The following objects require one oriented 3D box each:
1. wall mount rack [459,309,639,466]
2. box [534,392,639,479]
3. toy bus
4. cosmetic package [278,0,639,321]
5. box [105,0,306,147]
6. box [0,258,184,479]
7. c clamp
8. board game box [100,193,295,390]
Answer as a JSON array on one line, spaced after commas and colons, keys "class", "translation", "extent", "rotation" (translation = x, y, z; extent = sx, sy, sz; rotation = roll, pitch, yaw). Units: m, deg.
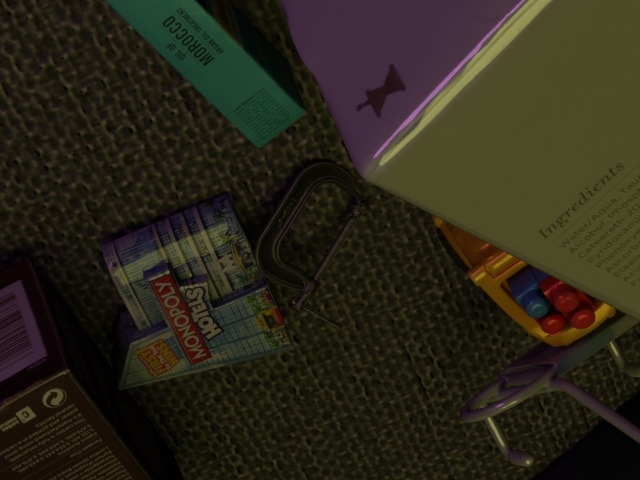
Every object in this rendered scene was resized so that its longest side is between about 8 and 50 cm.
[{"class": "wall mount rack", "translation": [0.333, 0.143, 1.416], "extent": [0.350, 0.304, 0.130], "rotation": [-31, 94, -26]}, {"class": "box", "translation": [0.476, 0.353, 1.712], "extent": [0.294, 0.182, 0.296], "rotation": [32, 115, -29]}, {"class": "toy bus", "translation": [0.241, 0.034, 1.394], "extent": [0.149, 0.211, 0.220], "rotation": [-38, 127, 15]}, {"class": "cosmetic package", "translation": [0.219, -0.191, 1.106], "extent": [0.394, 0.329, 0.327], "rotation": [24, 120, -39]}, {"class": "box", "translation": [-0.116, -0.198, 1.206], "extent": [0.060, 0.100, 0.244], "rotation": [-36, 126, 14]}, {"class": "box", "translation": [-0.259, 0.222, 1.417], "extent": [0.143, 0.191, 0.381], "rotation": [-31, 132, -2]}, {"class": "c clamp", "translation": [0.000, 0.000, 1.409], "extent": [0.137, 0.022, 0.160], "rotation": [24, 97, -28]}, {"class": "board game box", "translation": [-0.150, 0.072, 1.422], "extent": [0.194, 0.060, 0.194], "rotation": [-24, 129, -2]}]
